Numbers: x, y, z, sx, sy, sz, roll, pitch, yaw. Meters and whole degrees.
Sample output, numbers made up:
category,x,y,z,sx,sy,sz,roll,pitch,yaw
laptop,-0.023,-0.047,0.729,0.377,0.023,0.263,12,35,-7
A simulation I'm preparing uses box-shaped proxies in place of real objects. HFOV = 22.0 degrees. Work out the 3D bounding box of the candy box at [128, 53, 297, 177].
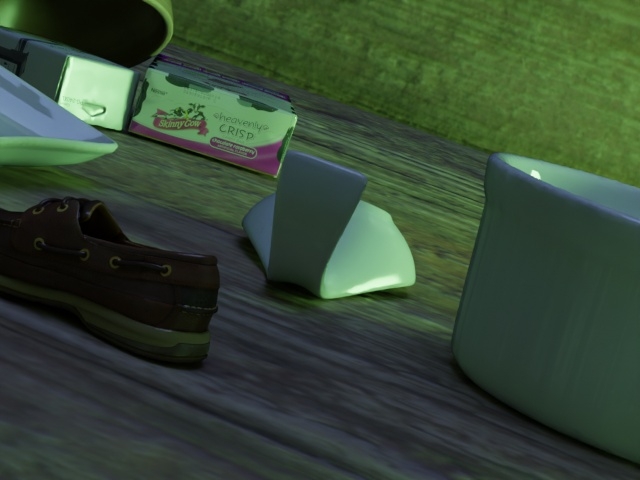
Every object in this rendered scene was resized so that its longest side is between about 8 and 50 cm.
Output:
category,x,y,z,sx,sy,sz,roll,pitch,yaw
candy box,-0.112,-0.135,1.734,0.159,0.071,0.233,17,8,-5

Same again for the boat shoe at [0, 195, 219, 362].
category,x,y,z,sx,sy,sz,roll,pitch,yaw
boat shoe,-0.127,0.005,0.855,0.178,0.060,0.064,22,10,23

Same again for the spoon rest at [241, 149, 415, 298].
category,x,y,z,sx,sy,sz,roll,pitch,yaw
spoon rest,0.000,0.000,1.163,0.137,0.084,0.276,20,-4,7

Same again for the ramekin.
category,x,y,z,sx,sy,sz,roll,pitch,yaw
ramekin,0.216,0.051,1.021,0.277,0.135,0.277,17,9,-3

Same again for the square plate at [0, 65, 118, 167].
category,x,y,z,sx,sy,sz,roll,pitch,yaw
square plate,-0.355,-0.135,1.158,0.344,0.049,0.347,31,12,14

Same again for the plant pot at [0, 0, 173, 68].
category,x,y,z,sx,sy,sz,roll,pitch,yaw
plant pot,-0.276,-0.265,1.721,0.237,0.110,0.237,-5,-18,-1

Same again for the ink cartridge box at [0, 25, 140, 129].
category,x,y,z,sx,sy,sz,roll,pitch,yaw
ink cartridge box,-0.269,-0.164,1.623,0.150,0.063,0.109,22,8,34
